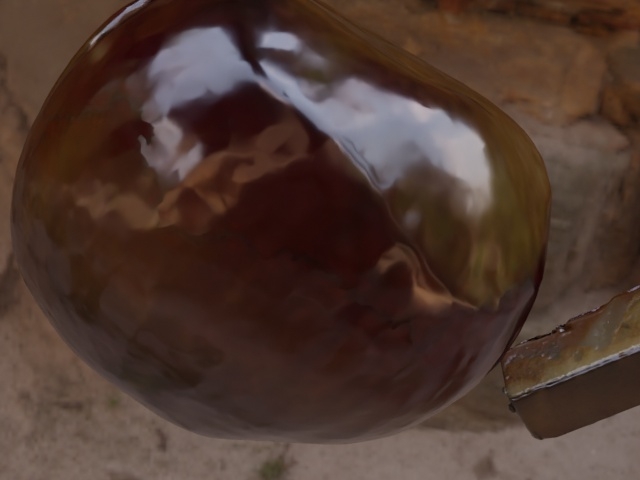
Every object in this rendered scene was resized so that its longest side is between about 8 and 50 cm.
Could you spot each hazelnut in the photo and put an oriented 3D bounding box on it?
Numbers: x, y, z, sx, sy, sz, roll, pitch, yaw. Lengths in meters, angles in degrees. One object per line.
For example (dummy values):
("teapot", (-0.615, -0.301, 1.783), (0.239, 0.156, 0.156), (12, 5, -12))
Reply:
("hazelnut", (-0.023, -0.010, 1.013), (0.429, 0.402, 0.402), (30, 17, -30))

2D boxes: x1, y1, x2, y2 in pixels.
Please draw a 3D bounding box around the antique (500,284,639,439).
("antique", (0.352, 0.114, 1.369), (0.310, 0.087, 0.093), (-26, 36, 16))
